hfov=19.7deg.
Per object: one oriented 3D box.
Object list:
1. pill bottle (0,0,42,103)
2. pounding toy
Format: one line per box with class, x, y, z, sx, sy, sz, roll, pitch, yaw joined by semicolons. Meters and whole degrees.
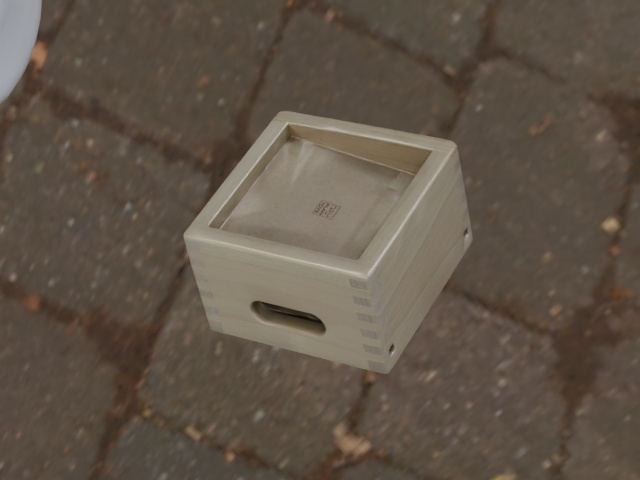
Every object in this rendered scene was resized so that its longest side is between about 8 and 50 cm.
pill bottle;-0.336;-0.144;1.094;0.176;0.319;0.176;2;87;-56
pounding toy;0.000;0.000;1.007;0.141;0.100;0.130;12;46;27
